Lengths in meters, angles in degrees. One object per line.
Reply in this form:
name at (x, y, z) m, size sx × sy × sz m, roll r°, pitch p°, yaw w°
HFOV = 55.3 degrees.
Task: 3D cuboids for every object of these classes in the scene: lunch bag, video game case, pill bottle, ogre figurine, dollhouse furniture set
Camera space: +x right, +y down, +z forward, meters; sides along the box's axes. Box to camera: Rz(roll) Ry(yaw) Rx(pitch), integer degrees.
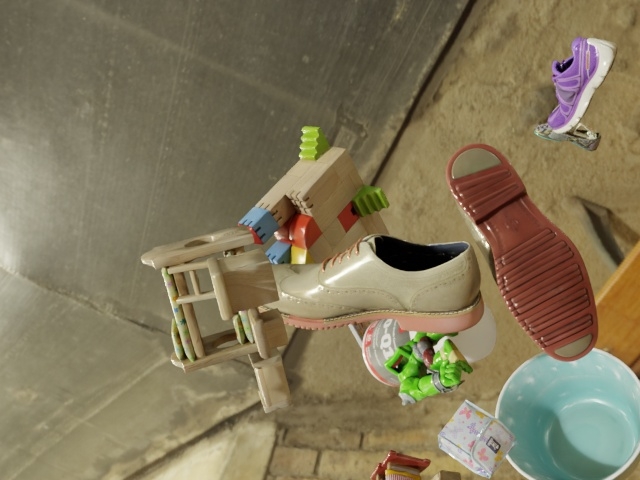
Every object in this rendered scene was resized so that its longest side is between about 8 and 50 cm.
lunch bag at (0.213, 0.270, 0.828) m, size 0.083 × 0.071 × 0.053 m, roll 31°, pitch 152°, yaw 33°
video game case at (0.094, 0.199, 1.495) m, size 0.011 × 0.122 × 0.087 m, roll -25°, pitch 101°, yaw 19°
pill bottle at (0.223, 0.209, 1.289) m, size 0.161 × 0.161 × 0.283 m, roll 32°, pitch 148°, yaw -13°
ogre figurine at (0.176, 0.196, 1.014) m, size 0.118 × 0.197 × 0.096 m, roll -42°, pitch 125°, yaw 20°
dollhouse furniture set at (-0.084, 0.097, 0.536) m, size 0.101 × 0.161 × 0.182 m, roll -15°, pitch 104°, yaw -11°
dollhouse furniture set at (0.320, 0.700, 1.578) m, size 0.373 × 0.201 × 0.152 m, roll 15°, pitch 132°, yaw -11°

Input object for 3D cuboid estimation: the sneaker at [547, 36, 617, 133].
sneaker at (0.356, -0.223, 0.865) m, size 0.071 × 0.068 × 0.170 m, roll 25°, pitch 153°, yaw 13°

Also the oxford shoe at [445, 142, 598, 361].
oxford shoe at (0.309, 0.015, 0.934) m, size 0.123 × 0.130 × 0.348 m, roll -25°, pitch 79°, yaw 9°

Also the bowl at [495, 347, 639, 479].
bowl at (0.549, 0.400, 1.294) m, size 0.311 × 0.312 × 0.163 m, roll -22°, pitch 130°, yaw 29°

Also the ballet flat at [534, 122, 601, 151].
ballet flat at (0.419, -0.184, 1.027) m, size 0.114 × 0.041 × 0.041 m, roll 15°, pitch 132°, yaw -5°

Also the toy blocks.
toy blocks at (0.000, 0.000, 1.257) m, size 0.190 × 0.261 × 0.381 m, roll 16°, pitch 147°, yaw 46°

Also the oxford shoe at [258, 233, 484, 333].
oxford shoe at (0.055, 0.050, 0.973) m, size 0.396 × 0.140 × 0.147 m, roll -1°, pitch 122°, yaw 14°
